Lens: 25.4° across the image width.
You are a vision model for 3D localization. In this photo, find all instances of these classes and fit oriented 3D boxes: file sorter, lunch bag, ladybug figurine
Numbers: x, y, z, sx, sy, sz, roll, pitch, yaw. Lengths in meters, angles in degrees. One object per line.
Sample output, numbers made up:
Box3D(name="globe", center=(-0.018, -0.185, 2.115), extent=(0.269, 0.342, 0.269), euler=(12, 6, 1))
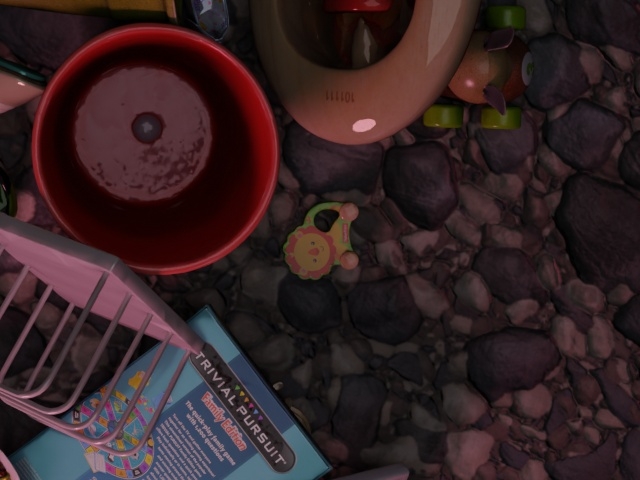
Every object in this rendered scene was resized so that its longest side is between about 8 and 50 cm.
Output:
Box3D(name="file sorter", center=(-0.290, 0.112, 1.586), extent=(0.193, 0.277, 0.173), euler=(20, 75, 22))
Box3D(name="lunch bag", center=(-0.140, -0.278, 1.714), extent=(0.053, 0.071, 0.083), euler=(-15, 100, -10))
Box3D(name="ladybug figurine", center=(0.068, -0.336, 1.666), extent=(0.305, 0.162, 0.449), euler=(9, 96, 30))

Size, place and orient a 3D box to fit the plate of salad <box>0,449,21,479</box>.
Box3D(name="plate of salad", center=(-0.436, 0.307, 1.701), extent=(0.200, 0.048, 0.199), euler=(10, 113, 25))

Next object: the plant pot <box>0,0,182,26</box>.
Box3D(name="plant pot", center=(-0.338, -0.404, 1.535), extent=(0.353, 0.366, 0.366), euler=(-4, 98, -2))

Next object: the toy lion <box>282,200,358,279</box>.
Box3D(name="toy lion", center=(0.000, 0.000, 1.800), extent=(0.096, 0.034, 0.100), euler=(0, 97, -3))

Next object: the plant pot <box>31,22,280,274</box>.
Box3D(name="plant pot", center=(-0.196, -0.116, 1.634), extent=(0.275, 0.243, 0.275), euler=(-2, 100, -10))

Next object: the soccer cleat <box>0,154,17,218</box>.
Box3D(name="soccer cleat", center=(-0.409, -0.100, 1.687), extent=(0.060, 0.072, 0.179), euler=(-26, 101, -6))

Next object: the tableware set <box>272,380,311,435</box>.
Box3D(name="tableware set", center=(-0.100, 0.277, 1.810), extent=(0.194, 0.039, 0.128), euler=(-29, 101, -6))

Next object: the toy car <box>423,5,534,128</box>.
Box3D(name="toy car", center=(0.207, -0.211, 1.727), extent=(0.149, 0.188, 0.155), euler=(0, 97, -10))

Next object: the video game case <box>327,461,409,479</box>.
Box3D(name="video game case", center=(-0.003, 0.371, 1.767), extent=(0.212, 0.023, 0.193), euler=(-8, 130, -32))

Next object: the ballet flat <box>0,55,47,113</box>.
Box3D(name="ballet flat", center=(-0.383, -0.184, 1.607), extent=(0.086, 0.248, 0.086), euler=(-15, 120, -29))

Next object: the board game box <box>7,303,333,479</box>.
Box3D(name="board game box", center=(-0.194, 0.279, 1.746), extent=(0.336, 0.079, 0.254), euler=(-37, 90, -3))
